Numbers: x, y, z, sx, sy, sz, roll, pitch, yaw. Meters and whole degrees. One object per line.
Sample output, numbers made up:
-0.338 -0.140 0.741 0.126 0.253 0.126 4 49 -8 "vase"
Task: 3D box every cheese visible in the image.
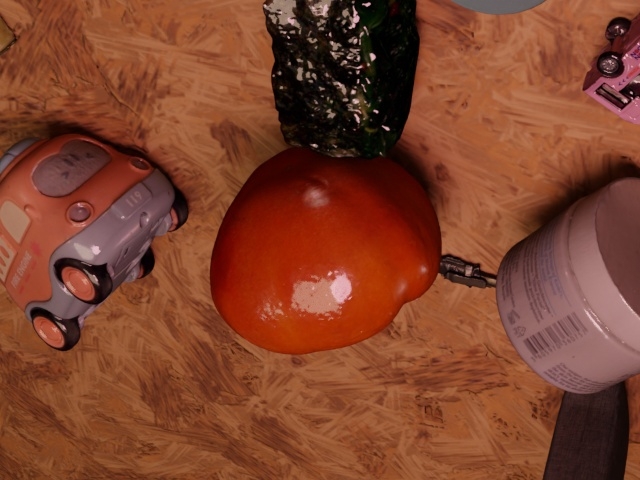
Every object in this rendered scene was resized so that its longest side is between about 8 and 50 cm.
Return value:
-0.402 -0.235 1.302 0.084 0.041 0.060 -14 125 36 "cheese"

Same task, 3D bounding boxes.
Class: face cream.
0.283 0.048 1.104 0.177 0.177 0.153 38 140 -10 "face cream"

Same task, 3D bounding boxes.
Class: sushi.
0.025 -0.184 1.057 0.127 0.124 0.225 11 130 19 "sushi"

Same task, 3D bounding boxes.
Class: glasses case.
0.284 0.295 1.237 0.074 0.323 0.131 5 137 22 "glasses case"

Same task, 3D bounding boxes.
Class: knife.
0.150 0.034 1.281 0.222 0.021 0.045 27 136 4 "knife"

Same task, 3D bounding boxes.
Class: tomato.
0.004 -0.001 1.162 0.259 0.260 0.180 -9 122 35 "tomato"

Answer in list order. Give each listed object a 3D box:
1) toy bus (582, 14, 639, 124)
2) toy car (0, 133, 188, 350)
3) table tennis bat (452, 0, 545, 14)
0.311 -0.179 0.951 0.090 0.063 0.203 32 141 -8 "toy bus"
-0.312 -0.018 1.379 0.212 0.180 0.270 42 139 0 "toy car"
0.136 -0.295 0.955 0.149 0.038 0.237 2 136 29 "table tennis bat"
